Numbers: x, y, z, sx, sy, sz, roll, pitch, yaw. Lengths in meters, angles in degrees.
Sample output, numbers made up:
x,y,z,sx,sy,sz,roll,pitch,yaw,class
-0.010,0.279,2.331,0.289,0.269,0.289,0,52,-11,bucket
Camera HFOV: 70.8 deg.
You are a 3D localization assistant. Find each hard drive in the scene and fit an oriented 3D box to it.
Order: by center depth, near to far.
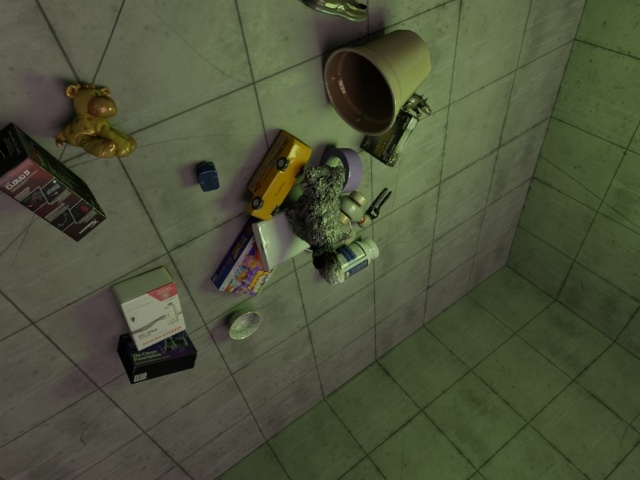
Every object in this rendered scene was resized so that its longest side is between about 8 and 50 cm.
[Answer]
x,y,z,sx,sy,sz,roll,pitch,yaw,class
-0.147,-0.025,1.893,0.308,0.040,0.202,-31,114,-46,hard drive

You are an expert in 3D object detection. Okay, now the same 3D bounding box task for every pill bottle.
x,y,z,sx,sy,sz,roll,pitch,yaw,class
0.165,0.095,2.347,0.265,0.153,0.153,-28,139,-22,pill bottle

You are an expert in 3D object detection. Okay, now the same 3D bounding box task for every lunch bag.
x,y,z,sx,sy,sz,roll,pitch,yaw,class
-0.398,-0.229,1.585,0.067,0.065,0.098,-14,135,-15,lunch bag

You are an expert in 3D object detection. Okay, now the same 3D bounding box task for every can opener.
x,y,z,sx,sy,sz,roll,pitch,yaw,class
0.297,-0.187,2.308,0.059,0.073,0.186,28,102,-12,can opener

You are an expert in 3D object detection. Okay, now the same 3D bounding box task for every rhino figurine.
x,y,z,sx,sy,sz,roll,pitch,yaw,class
0.424,-0.607,1.997,0.243,0.106,0.073,-2,150,-44,rhino figurine

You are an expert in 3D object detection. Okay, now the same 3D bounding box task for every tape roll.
x,y,z,sx,sy,sz,roll,pitch,yaw,class
0.084,-0.292,1.885,0.080,0.189,0.188,-8,129,-39,tape roll

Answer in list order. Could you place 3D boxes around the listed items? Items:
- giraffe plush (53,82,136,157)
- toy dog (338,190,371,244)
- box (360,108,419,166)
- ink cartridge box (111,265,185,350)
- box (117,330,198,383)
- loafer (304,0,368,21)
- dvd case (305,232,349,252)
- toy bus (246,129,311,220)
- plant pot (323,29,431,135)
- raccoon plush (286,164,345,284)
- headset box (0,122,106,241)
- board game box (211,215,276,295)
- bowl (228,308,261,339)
x,y,z,sx,sy,sz,roll,pitch,yaw,class
-0.615,-0.334,1.230,0.211,0.181,0.170,12,109,-10,giraffe plush
0.134,-0.146,2.137,0.220,0.161,0.333,-39,157,-14,toy dog
0.294,-0.460,1.938,0.056,0.183,0.230,5,120,-47,box
-0.655,0.265,1.746,0.207,0.117,0.282,-24,137,-27,ink cartridge box
-0.671,0.460,1.856,0.261,0.184,0.103,-5,124,-42,box
0.068,-0.791,1.489,0.251,0.094,0.087,-10,134,-38,loafer
0.000,0.000,2.105,0.221,0.018,0.165,-26,149,33,dvd case
-0.172,-0.245,1.731,0.108,0.130,0.332,19,110,-51,toy bus
0.236,-0.611,1.665,0.305,0.334,0.333,-42,144,-24,plant pot
0.048,-0.089,1.757,0.216,0.446,0.299,-21,157,-30,raccoon plush
-0.741,-0.159,1.192,0.110,0.218,0.293,-43,142,-7,headset box
-0.284,0.072,1.957,0.233,0.078,0.347,18,110,-50,board game box
-0.376,0.383,2.153,0.170,0.080,0.170,-26,139,-25,bowl
